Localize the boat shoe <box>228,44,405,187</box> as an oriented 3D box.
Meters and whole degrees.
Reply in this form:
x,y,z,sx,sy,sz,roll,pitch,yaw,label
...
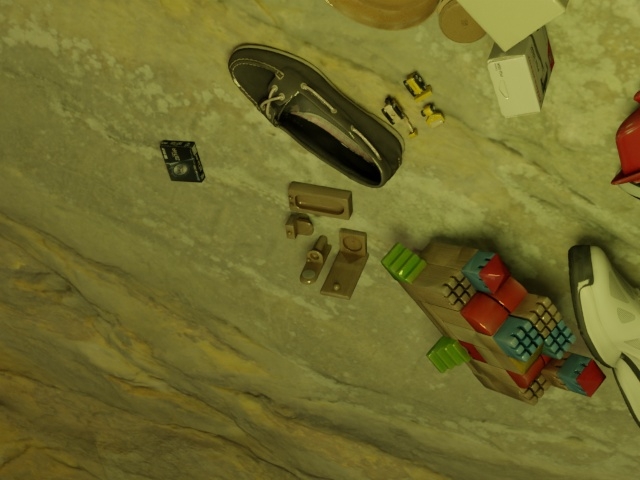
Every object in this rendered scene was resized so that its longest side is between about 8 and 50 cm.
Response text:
x,y,z,sx,sy,sz,roll,pitch,yaw,label
-0.012,-0.203,1.677,0.335,0.095,0.112,31,136,-6,boat shoe

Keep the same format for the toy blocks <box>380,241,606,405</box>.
x,y,z,sx,sy,sz,roll,pitch,yaw,label
0.305,0.146,1.712,0.381,0.191,0.261,49,163,-22,toy blocks

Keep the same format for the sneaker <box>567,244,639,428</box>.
x,y,z,sx,sy,sz,roll,pitch,yaw,label
0.592,0.139,1.702,0.257,0.169,0.447,-19,129,27,sneaker

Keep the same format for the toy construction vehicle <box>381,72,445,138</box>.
x,y,z,sx,sy,sz,roll,pitch,yaw,label
0.149,-0.216,1.641,0.086,0.035,0.098,-29,117,29,toy construction vehicle

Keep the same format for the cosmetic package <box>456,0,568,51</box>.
x,y,z,sx,sy,sz,roll,pitch,yaw,label
0.194,-0.419,1.335,0.309,0.160,0.113,44,135,-16,cosmetic package

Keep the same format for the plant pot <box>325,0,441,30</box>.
x,y,z,sx,sy,sz,roll,pitch,yaw,label
0.074,-0.404,1.465,0.236,0.032,0.236,23,148,16,plant pot

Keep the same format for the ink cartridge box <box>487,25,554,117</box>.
x,y,z,sx,sy,sz,roll,pitch,yaw,label
0.288,-0.254,1.461,0.056,0.135,0.099,-5,129,27,ink cartridge box

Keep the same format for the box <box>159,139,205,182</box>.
x,y,z,sx,sy,sz,roll,pitch,yaw,label
-0.256,-0.147,1.900,0.067,0.018,0.083,5,133,20,box

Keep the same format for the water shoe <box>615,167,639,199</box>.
x,y,z,sx,sy,sz,roll,pitch,yaw,label
0.548,-0.055,1.574,0.203,0.073,0.080,17,138,10,water shoe

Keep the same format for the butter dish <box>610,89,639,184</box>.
x,y,z,sx,sy,sz,roll,pitch,yaw,label
0.487,-0.165,1.466,0.160,0.160,0.118,-23,95,37,butter dish

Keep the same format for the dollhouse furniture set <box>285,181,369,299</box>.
x,y,z,sx,sy,sz,roll,pitch,yaw,label
0.000,0.000,1.843,0.144,0.123,0.151,10,134,16,dollhouse furniture set

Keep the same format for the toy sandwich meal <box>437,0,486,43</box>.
x,y,z,sx,sy,sz,roll,pitch,yaw,label
0.210,-0.329,1.506,0.085,0.029,0.085,5,133,5,toy sandwich meal
